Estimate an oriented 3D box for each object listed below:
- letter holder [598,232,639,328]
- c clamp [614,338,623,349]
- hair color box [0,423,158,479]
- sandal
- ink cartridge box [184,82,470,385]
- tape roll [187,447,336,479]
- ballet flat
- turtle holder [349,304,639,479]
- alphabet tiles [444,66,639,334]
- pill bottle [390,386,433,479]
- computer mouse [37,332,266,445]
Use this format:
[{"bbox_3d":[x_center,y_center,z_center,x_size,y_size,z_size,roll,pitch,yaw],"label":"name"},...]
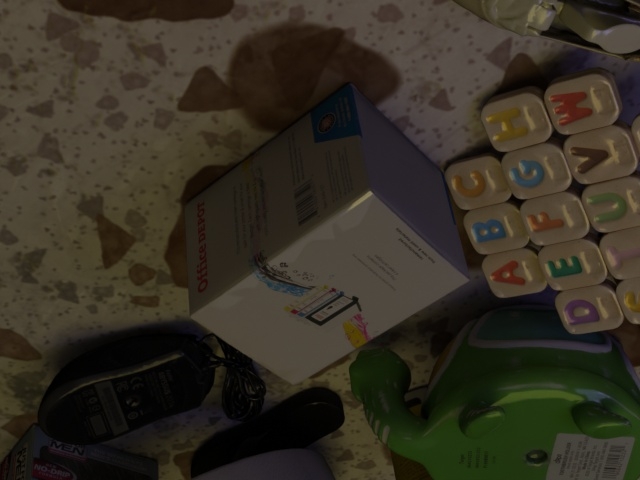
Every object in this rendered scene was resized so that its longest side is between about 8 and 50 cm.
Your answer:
[{"bbox_3d":[0.478,0.066,1.334,0.152,0.214,0.302,-46,130,-9],"label":"letter holder"},{"bbox_3d":[0.314,0.176,1.483,0.137,0.022,0.161,12,131,-19],"label":"c clamp"},{"bbox_3d":[-0.391,0.419,1.550,0.185,0.114,0.374,23,125,-28],"label":"hair color box"},{"bbox_3d":[-0.078,0.278,1.500,0.254,0.054,0.097,-38,128,25],"label":"sandal"},{"bbox_3d":[0.000,0.000,1.165,0.232,0.171,0.168,-33,129,23],"label":"ink cartridge box"},{"bbox_3d":[-0.148,0.401,1.487,0.392,0.072,0.392,-25,154,-13],"label":"tape roll"},{"bbox_3d":[0.222,-0.216,1.053,0.248,0.086,0.086,11,131,-18],"label":"ballet flat"},{"bbox_3d":[0.218,0.201,1.342,0.320,0.227,0.243,-20,125,20],"label":"turtle holder"},{"bbox_3d":[0.274,-0.032,1.174,0.278,0.021,0.284,-12,113,33],"label":"alphabet tiles"},{"bbox_3d":[0.154,0.300,1.448,0.119,0.208,0.119,-4,134,-4],"label":"pill bottle"},{"bbox_3d":[-0.206,0.167,1.373,0.272,0.072,0.189,-14,133,-12],"label":"computer mouse"}]
